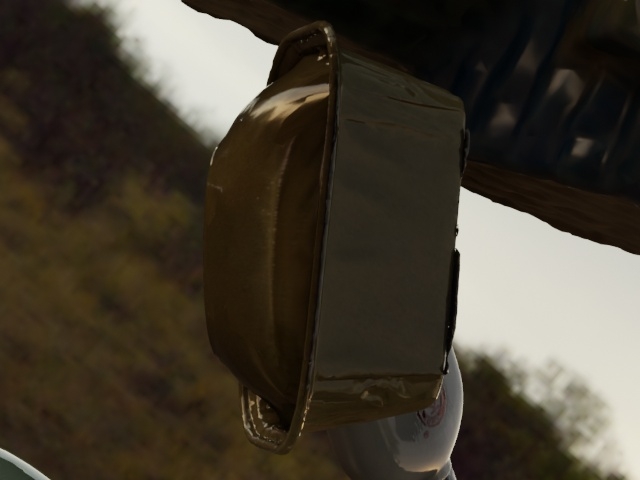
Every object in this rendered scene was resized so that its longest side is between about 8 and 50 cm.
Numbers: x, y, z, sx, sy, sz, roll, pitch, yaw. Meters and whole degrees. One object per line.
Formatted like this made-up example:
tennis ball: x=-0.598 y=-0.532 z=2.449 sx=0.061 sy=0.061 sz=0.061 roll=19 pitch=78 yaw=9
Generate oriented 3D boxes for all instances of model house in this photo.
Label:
model house: x=0.120 y=-0.226 z=0.949 sx=0.445 sy=0.395 sz=0.400 roll=24 pitch=3 yaw=-2

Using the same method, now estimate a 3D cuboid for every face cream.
face cream: x=0.051 y=0.110 z=1.310 sx=0.071 sy=0.144 sz=0.291 roll=1 pitch=-64 yaw=38

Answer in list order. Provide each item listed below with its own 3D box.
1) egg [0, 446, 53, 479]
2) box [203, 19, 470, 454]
egg: x=-0.155 y=0.236 z=0.553 sx=0.230 sy=0.371 sz=0.230 roll=9 pitch=11 yaw=-2
box: x=0.000 y=0.000 z=0.730 sx=0.111 sy=0.177 sz=0.111 roll=4 pitch=-2 yaw=0
